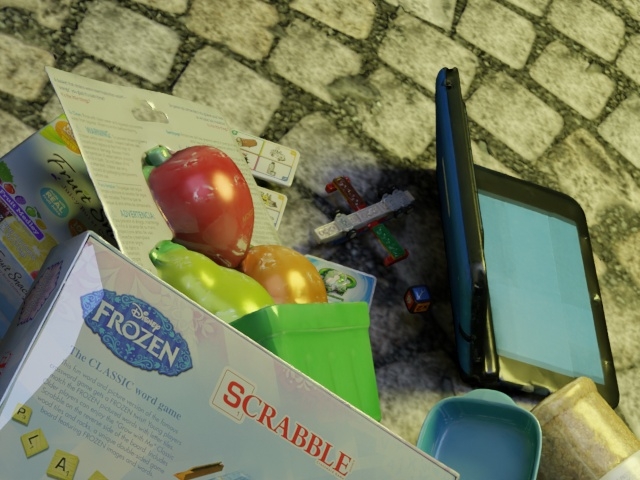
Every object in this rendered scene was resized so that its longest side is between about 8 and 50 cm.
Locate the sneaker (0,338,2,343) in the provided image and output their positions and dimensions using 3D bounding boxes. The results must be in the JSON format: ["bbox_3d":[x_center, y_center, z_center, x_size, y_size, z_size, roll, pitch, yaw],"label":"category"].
[{"bbox_3d":[-0.277,0.118,1.258,0.095,0.090,0.235,26,44,-31],"label":"sneaker"}]

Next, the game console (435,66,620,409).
[{"bbox_3d":[0.214,-0.003,1.563,0.173,0.250,0.293,-5,51,1],"label":"game console"}]

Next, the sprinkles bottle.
[{"bbox_3d":[0.313,0.294,1.398,0.121,0.121,0.355,-25,68,-40],"label":"sprinkles bottle"}]

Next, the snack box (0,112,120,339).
[{"bbox_3d":[-0.226,0.004,1.300,0.174,0.070,0.207,52,24,-10],"label":"snack box"}]

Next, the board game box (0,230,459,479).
[{"bbox_3d":[-0.097,0.211,0.943,0.319,0.066,0.318,36,63,-22],"label":"board game box"}]

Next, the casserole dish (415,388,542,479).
[{"bbox_3d":[0.135,0.227,1.364,0.114,0.037,0.188,8,66,20],"label":"casserole dish"}]

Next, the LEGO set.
[{"bbox_3d":[0.000,0.000,1.536,0.244,0.060,0.182,18,50,-3],"label":"LEGO set"}]

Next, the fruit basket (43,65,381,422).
[{"bbox_3d":[-0.097,0.031,1.303,0.353,0.165,0.327,61,18,12],"label":"fruit basket"}]
